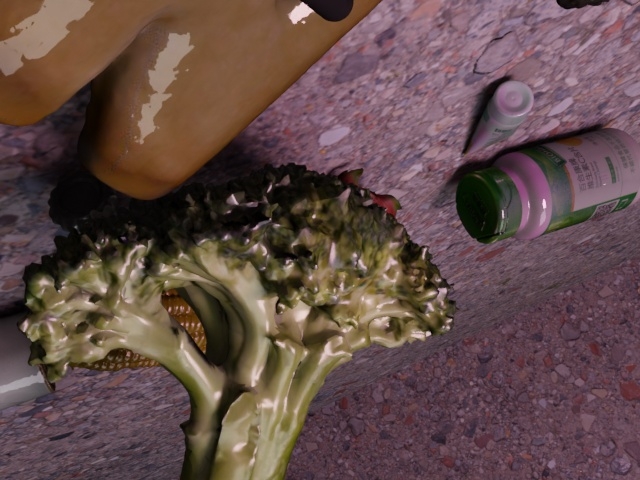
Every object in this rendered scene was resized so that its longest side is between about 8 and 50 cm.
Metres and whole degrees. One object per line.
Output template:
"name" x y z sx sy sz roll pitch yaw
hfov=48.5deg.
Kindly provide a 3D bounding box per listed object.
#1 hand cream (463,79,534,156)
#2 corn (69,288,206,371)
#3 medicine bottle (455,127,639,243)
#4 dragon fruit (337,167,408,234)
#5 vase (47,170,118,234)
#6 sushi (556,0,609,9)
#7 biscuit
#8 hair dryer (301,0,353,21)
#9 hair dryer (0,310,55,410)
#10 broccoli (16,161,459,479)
"hand cream" 0.227 -0.147 0.902 0.076 0.047 0.174 -25 168 -1
"corn" -0.186 0.094 0.913 0.131 0.131 0.344 -35 159 28
"medicine bottle" 0.341 -0.079 1.061 0.274 0.133 0.133 -17 159 -21
"dragon fruit" 0.000 -0.004 0.861 0.236 0.137 0.135 -12 151 -27
"vase" -0.214 -0.009 0.699 0.081 0.081 0.148 -21 157 -8
"sushi" 0.258 -0.224 0.563 0.231 0.047 0.220 -16 -175 -39
"biscuit" -0.068 -0.153 0.444 0.291 0.062 0.237 -42 157 3
"hair dryer" 0.017 -0.176 0.428 0.083 0.026 0.047 -54 157 13
"hair dryer" -0.434 0.197 0.954 0.173 0.107 0.357 -16 165 -15
"broccoli" -0.034 0.117 0.678 0.353 0.397 0.275 -19 -168 -1
